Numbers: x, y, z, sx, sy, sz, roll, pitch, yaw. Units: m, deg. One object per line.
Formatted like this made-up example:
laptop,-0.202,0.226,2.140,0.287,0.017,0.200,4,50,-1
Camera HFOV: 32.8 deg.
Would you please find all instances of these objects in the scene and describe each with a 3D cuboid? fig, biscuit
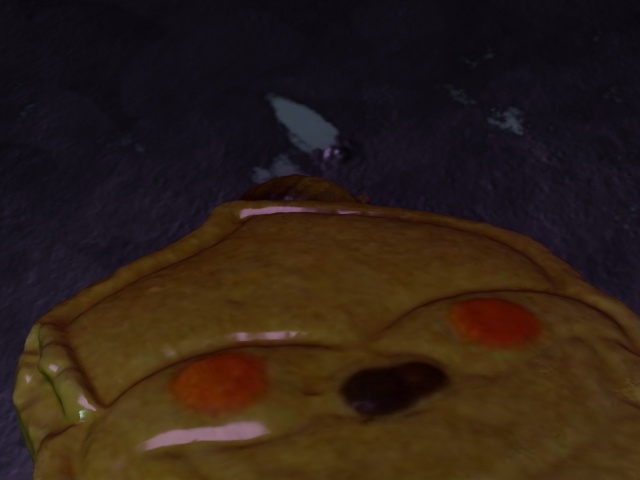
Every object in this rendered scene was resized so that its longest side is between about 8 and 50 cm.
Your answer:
fig,-0.012,0.006,0.817,0.119,0.153,0.119,0,94,6
biscuit,0.030,0.098,0.550,0.350,0.078,0.455,-6,32,-20
